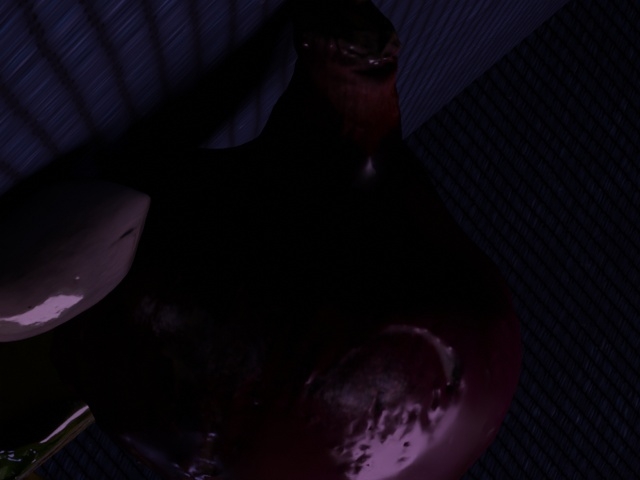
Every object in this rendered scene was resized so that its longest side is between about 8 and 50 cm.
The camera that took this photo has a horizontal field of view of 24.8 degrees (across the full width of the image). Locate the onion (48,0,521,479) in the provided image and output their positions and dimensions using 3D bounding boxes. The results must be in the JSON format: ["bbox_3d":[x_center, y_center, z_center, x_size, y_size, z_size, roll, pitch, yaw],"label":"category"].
[{"bbox_3d":[0.000,0.000,1.193,0.398,0.398,0.420,-31,141,-74],"label":"onion"}]

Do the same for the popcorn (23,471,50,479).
[{"bbox_3d":[-0.421,0.338,1.623,0.258,0.270,0.224,-33,130,-60],"label":"popcorn"}]

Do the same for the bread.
[{"bbox_3d":[-0.276,0.138,1.494,0.366,0.129,0.382,-40,179,-15],"label":"bread"}]

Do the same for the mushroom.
[{"bbox_3d":[-0.204,0.019,0.993,0.212,0.088,0.097,-33,-154,-30],"label":"mushroom"}]
